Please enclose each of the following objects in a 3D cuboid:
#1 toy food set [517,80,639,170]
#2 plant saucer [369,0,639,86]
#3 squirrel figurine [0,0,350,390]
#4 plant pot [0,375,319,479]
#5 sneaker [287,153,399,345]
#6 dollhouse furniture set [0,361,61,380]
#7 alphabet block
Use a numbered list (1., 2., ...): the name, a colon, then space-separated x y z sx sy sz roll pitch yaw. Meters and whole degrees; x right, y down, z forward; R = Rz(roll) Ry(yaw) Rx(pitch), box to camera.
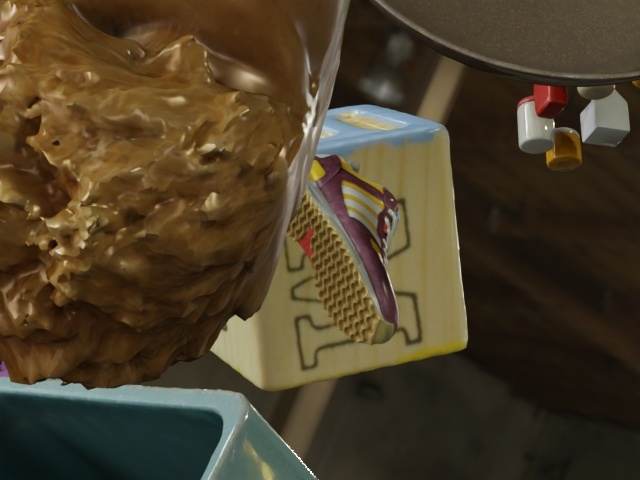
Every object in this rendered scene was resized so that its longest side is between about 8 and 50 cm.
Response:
1. toy food set: 0.280 -0.172 2.023 0.111 0.104 0.232 6 -26 -15
2. plant saucer: 0.146 -0.209 1.271 0.311 0.310 0.050 22 -37 8
3. squirrel figurine: -0.177 -0.109 0.809 0.370 0.397 0.281 14 -40 0
4. plant pot: -0.094 0.250 1.077 0.247 0.248 0.252 -2 -35 46
5. sneaker: 0.031 -0.001 1.391 0.084 0.185 0.069 -7 -42 -26
6. dollhouse furniture set: -0.340 0.026 1.426 0.286 0.198 0.303 24 -41 60
7. alphabet block: 0.000 0.000 1.621 0.193 0.197 0.192 -10 12 -17
